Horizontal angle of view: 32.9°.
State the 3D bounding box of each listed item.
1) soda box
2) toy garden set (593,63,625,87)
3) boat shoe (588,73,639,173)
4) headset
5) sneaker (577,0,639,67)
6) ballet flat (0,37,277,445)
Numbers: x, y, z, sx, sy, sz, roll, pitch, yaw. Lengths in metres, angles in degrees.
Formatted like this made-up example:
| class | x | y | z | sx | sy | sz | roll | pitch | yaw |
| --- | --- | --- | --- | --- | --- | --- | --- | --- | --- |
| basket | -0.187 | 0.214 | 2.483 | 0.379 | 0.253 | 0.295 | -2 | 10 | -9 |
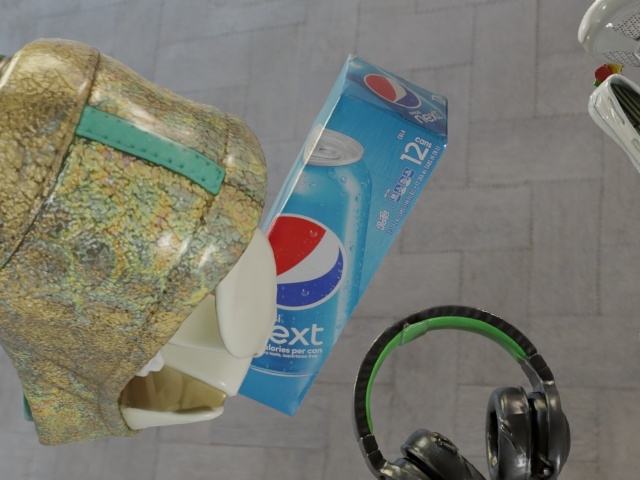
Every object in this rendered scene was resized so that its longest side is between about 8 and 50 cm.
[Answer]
| class | x | y | z | sx | sy | sz | roll | pitch | yaw |
| --- | --- | --- | --- | --- | --- | --- | --- | --- | --- |
| soda box | 0.000 | 0.000 | 0.652 | 0.067 | 0.071 | 0.210 | 24 | 118 | -7 |
| toy garden set | 0.542 | -0.360 | 1.824 | 0.049 | 0.204 | 0.244 | 31 | 112 | 13 |
| boat shoe | 0.450 | -0.130 | 1.442 | 0.226 | 0.076 | 0.083 | 41 | 74 | 13 |
| headset | 0.193 | 0.255 | 1.252 | 0.244 | 0.185 | 0.394 | -25 | 74 | -9 |
| sneaker | 0.400 | -0.194 | 1.072 | 0.282 | 0.105 | 0.115 | 4 | 52 | 3 |
| ballet flat | -0.078 | 0.030 | 0.468 | 0.123 | 0.348 | 0.123 | 2 | 71 | -7 |
